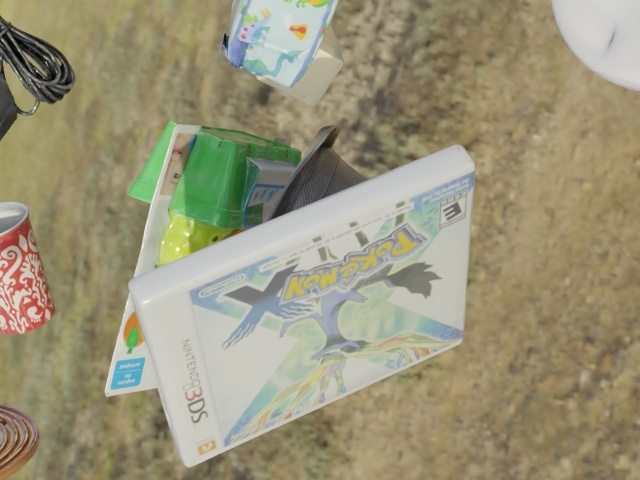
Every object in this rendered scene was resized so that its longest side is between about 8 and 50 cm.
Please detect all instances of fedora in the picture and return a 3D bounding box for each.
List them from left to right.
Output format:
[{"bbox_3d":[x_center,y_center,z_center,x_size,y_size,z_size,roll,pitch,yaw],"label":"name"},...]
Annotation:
[{"bbox_3d":[0.000,0.000,1.414,0.243,0.124,0.275,-63,2,10],"label":"fedora"}]

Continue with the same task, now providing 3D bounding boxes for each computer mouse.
[{"bbox_3d":[-0.375,-0.117,1.209,0.272,0.188,0.072,-54,18,-11],"label":"computer mouse"}]

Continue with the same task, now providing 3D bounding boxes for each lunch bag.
[{"bbox_3d":[-0.023,-0.273,1.247,0.176,0.090,0.219,-86,17,-56],"label":"lunch bag"}]

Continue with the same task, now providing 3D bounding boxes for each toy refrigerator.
[{"bbox_3d":[-0.048,-0.310,1.938,0.094,0.102,0.269,-55,25,24],"label":"toy refrigerator"}]

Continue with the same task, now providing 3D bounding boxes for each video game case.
[{"bbox_3d":[-0.005,0.072,1.229,0.036,0.329,0.300,57,163,34],"label":"video game case"}]

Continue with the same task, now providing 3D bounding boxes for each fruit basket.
[{"bbox_3d":[-0.141,0.027,1.691,0.165,0.327,0.353,13,95,25],"label":"fruit basket"}]

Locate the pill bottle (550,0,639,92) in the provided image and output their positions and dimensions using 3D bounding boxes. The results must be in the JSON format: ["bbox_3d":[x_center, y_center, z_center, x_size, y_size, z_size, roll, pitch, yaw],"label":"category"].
[{"bbox_3d":[0.290,-0.152,0.794,0.160,0.283,0.160,-9,79,49],"label":"pill bottle"}]

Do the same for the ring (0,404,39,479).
[{"bbox_3d":[-0.417,0.206,1.130,0.336,0.337,0.032,-158,62,-69],"label":"ring"}]

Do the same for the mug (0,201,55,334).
[{"bbox_3d":[-0.466,0.038,1.880,0.150,0.113,0.169,25,136,49],"label":"mug"}]
